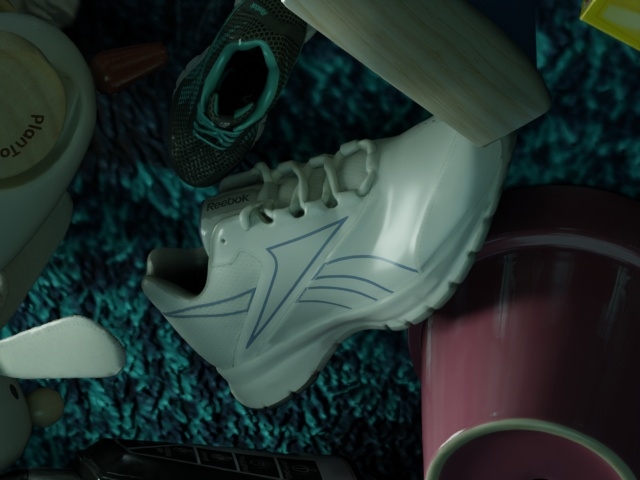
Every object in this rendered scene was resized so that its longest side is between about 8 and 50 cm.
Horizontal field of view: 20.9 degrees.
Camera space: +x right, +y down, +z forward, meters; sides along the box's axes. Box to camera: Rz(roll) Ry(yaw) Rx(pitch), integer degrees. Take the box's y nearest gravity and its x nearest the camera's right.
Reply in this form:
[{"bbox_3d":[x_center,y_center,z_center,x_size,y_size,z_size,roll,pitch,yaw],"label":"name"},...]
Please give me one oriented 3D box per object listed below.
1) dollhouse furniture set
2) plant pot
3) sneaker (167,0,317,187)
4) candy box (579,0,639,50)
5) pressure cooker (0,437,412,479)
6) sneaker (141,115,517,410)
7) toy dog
[{"bbox_3d":[0.107,-0.235,0.746,0.286,0.198,0.303,32,134,-33],"label":"dollhouse furniture set"},{"bbox_3d":[0.142,0.095,1.061,0.201,0.180,0.201,9,129,11],"label":"plant pot"},{"bbox_3d":[-0.057,-0.086,1.043,0.065,0.076,0.166,26,130,-4],"label":"sneaker"},{"bbox_3d":[0.258,-0.116,0.957,0.206,0.027,0.105,27,134,-5],"label":"candy box"},{"bbox_3d":[-0.037,0.335,1.168,0.420,0.370,0.375,3,132,-8],"label":"pressure cooker"},{"bbox_3d":[0.000,0.000,1.068,0.129,0.111,0.297,37,128,-20],"label":"sneaker"},{"bbox_3d":[-0.177,-0.016,1.087,0.161,0.220,0.334,-6,141,-19],"label":"toy dog"}]
